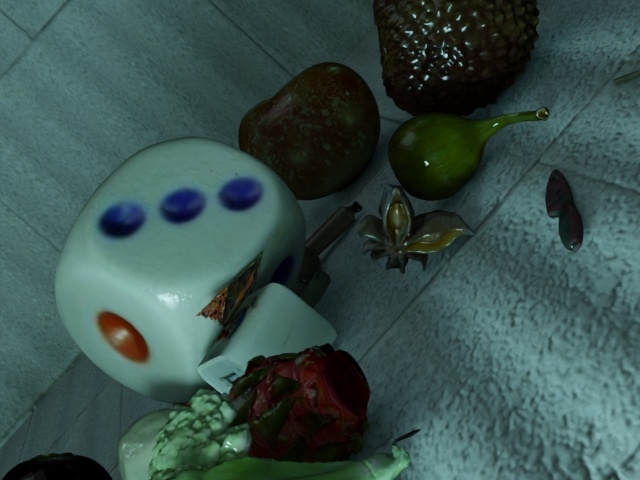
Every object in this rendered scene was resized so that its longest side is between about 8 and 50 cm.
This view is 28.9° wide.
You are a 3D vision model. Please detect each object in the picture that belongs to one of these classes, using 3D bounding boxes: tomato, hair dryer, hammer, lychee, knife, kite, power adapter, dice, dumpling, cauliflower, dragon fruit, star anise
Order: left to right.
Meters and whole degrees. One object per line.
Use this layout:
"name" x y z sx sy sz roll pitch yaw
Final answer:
"dumpling" -0.211 0.310 1.686 0.162 0.132 0.250 -46 29 -15
"dice" -0.208 0.045 1.878 0.304 0.276 0.304 -52 -21 -34
"kite" -0.111 0.071 1.729 0.125 0.008 0.222 -62 -16 -6
"cauliflower" -0.040 0.265 1.173 0.315 0.239 0.256 -17 22 -12
"power adapter" -0.055 0.126 1.702 0.205 0.125 0.130 -56 12 -29
"dragon fruit" -0.034 0.202 1.363 0.172 0.166 0.160 -31 57 22
"tomato" -0.011 -0.191 2.300 0.270 0.223 0.270 -32 1 1
"hair dryer" 0.000 0.000 2.075 0.181 0.064 0.117 -43 12 -10
"star anise" 0.120 -0.039 1.660 0.148 0.219 0.227 -6 37 2
"lychee" 0.208 -0.320 1.890 0.267 0.267 0.267 -46 13 13
"knife" 0.264 -0.035 1.356 0.035 0.018 0.247 -48 9 18
"hammer" 0.375 -0.197 1.466 0.035 0.019 0.110 -51 7 -10

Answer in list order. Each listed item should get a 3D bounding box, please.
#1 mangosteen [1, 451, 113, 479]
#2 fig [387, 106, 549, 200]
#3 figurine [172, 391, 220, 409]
"mangosteen" -0.409 0.439 1.921 0.192 0.192 0.217 -27 63 60
"fig" 0.204 -0.141 1.698 0.236 0.124 0.124 -26 22 25
"figurine" -0.248 0.221 2.010 0.132 0.153 0.132 -48 12 13
